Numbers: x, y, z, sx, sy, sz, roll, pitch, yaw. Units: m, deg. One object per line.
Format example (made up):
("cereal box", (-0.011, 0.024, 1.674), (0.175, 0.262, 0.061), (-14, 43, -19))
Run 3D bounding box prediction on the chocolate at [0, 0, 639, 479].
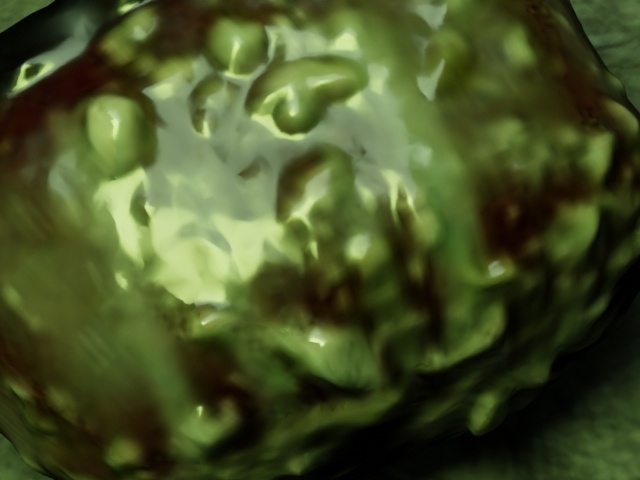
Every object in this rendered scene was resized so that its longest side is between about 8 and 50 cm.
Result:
("chocolate", (0.000, 0.000, 0.855), (0.340, 0.225, 0.210), (-28, 59, -8))
